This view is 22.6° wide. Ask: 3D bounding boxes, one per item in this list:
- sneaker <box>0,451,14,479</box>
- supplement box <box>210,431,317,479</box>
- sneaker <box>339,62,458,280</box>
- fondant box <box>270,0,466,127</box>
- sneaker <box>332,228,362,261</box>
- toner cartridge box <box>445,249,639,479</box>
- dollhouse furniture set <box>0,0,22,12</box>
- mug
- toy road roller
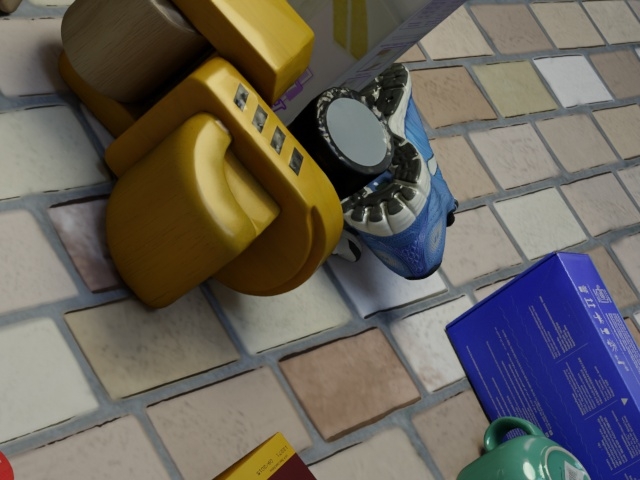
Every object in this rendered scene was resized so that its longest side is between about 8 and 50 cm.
[{"bbox_3d":[-0.267,0.093,1.047,0.107,0.118,0.279,52,-3,44],"label":"sneaker"},{"bbox_3d":[-0.059,0.279,1.122,0.194,0.191,0.129,52,31,2],"label":"supplement box"},{"bbox_3d":[0.069,-0.072,1.738,0.330,0.130,0.147,-95,162,-53],"label":"sneaker"},{"bbox_3d":[-0.024,-0.258,1.581,0.238,0.330,0.096,57,33,9],"label":"fondant box"},{"bbox_3d":[0.000,0.000,1.641,0.109,0.040,0.043,34,68,-39],"label":"sneaker"},{"bbox_3d":[0.278,0.199,1.667,0.075,0.165,0.347,3,56,-51],"label":"toner cartridge box"},{"bbox_3d":[-0.411,-0.327,1.400,0.303,0.198,0.286,29,-10,7],"label":"dollhouse furniture set"},{"bbox_3d":[0.205,0.247,1.587,0.129,0.097,0.157,-10,66,-55],"label":"mug"},{"bbox_3d":[-0.116,-0.092,1.432,0.329,0.202,0.240,49,42,-7],"label":"toy road roller"}]
